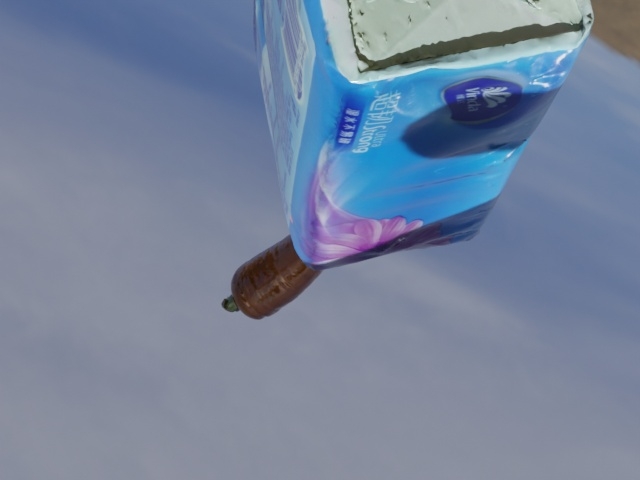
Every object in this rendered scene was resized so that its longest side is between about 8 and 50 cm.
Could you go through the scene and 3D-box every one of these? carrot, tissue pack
[{"bbox_3d":[0.000,0.000,1.307,0.061,0.257,0.061,40,-154,-24],"label":"carrot"},{"bbox_3d":[0.043,-0.123,0.762,0.263,0.146,0.198,100,160,-69],"label":"tissue pack"}]
